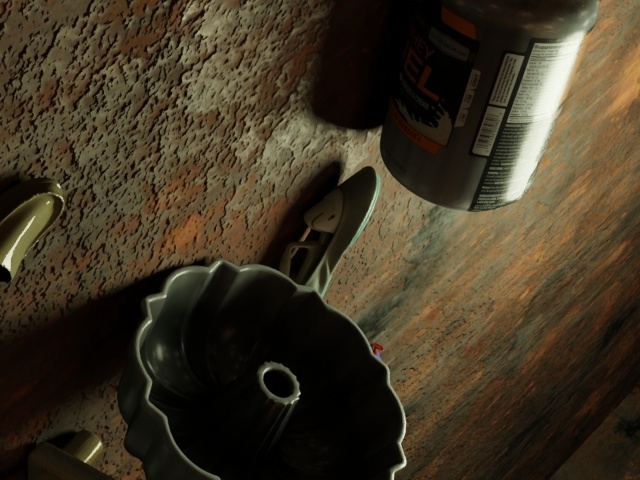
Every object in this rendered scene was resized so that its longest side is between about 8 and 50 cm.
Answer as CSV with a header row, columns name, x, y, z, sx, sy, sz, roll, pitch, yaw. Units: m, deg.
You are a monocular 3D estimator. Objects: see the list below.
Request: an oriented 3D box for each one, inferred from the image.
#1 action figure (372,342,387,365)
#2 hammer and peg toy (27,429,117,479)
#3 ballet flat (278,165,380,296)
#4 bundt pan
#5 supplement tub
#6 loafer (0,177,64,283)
name,x,y,z,sx,sy,sz,roll,pitch,yaw
action figure,0.090,0.209,1.714,0.038,0.030,0.115,-46,155,-22
hammer and peg toy,-0.221,0.403,1.210,0.127,0.266,0.361,-50,159,-47
ballet flat,0.000,0.000,1.276,0.068,0.072,0.213,18,108,-30
bundt pan,-0.076,0.185,1.133,0.331,0.331,0.124,-16,154,-49
supplement tub,0.188,-0.205,1.172,0.193,0.193,0.316,-27,144,-39
loafer,-0.268,0.008,0.878,0.148,0.050,0.056,-44,152,-15
